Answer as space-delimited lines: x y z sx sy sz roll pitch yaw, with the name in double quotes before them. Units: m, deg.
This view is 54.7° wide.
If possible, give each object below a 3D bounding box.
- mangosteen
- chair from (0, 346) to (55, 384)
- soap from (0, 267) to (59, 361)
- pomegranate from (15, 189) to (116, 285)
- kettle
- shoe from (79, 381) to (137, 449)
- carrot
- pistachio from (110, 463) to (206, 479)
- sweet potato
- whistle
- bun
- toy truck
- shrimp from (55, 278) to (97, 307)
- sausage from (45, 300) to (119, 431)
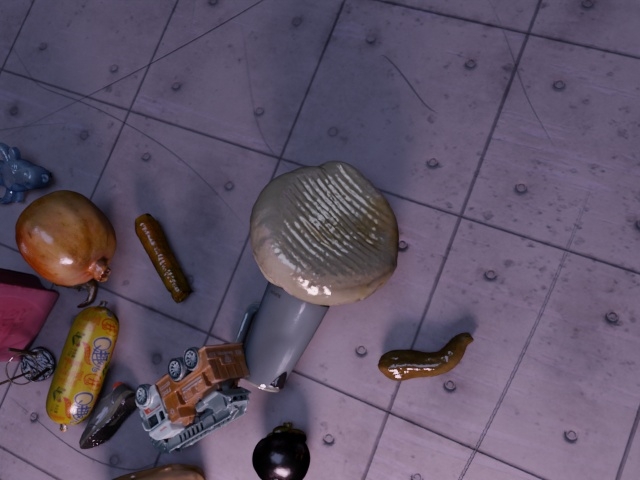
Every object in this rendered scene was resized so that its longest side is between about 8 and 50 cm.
"mangosteen" -0.089 0.494 1.447 0.137 0.137 0.151 -4 43 13
"chair" -0.760 0.334 1.617 0.095 0.221 0.104 25 83 -6
"soap" -0.866 0.188 1.580 0.128 0.359 0.233 28 87 15
"pomegranate" -0.652 0.008 1.623 0.229 0.252 0.270 -41 69 -18
"kettle" -0.120 0.221 1.503 0.211 0.160 0.243 28 93 36
"shoe" -0.554 0.450 1.600 0.194 0.074 0.077 -47 60 -2
"carrot" -0.419 0.045 1.645 0.070 0.070 0.260 -33 73 6
"pistachio" -0.394 0.640 1.478 0.261 0.163 0.212 -12 115 -7
"sweet potato" 0.245 0.276 1.434 0.233 0.062 0.081 -16 74 8
"whistle" -0.901 -0.194 1.808 0.269 0.093 0.180 6 105 17
"bun" 0.000 0.000 1.448 0.365 0.219 0.365 8 59 -14
"toy truck" -0.309 0.384 1.469 0.338 0.133 0.184 -39 64 29
"shrimp" -0.680 0.140 1.716 0.127 0.025 0.091 4 81 12
"sausage" -0.616 0.324 1.609 0.123 0.123 0.347 13 81 17
